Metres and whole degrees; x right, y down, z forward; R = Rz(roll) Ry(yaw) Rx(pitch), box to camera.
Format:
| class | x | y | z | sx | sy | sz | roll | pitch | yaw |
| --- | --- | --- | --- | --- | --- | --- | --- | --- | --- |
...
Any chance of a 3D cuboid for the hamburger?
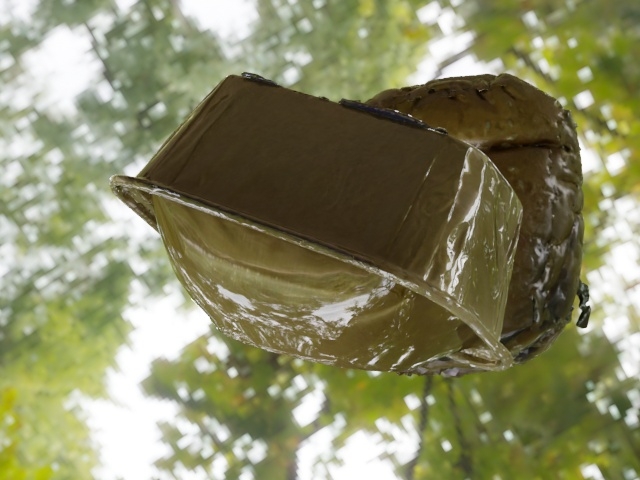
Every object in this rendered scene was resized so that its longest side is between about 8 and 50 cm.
| class | x | y | z | sx | sy | sz | roll | pitch | yaw |
| --- | --- | --- | --- | --- | --- | --- | --- | --- | --- |
| hamburger | 0.086 | -0.005 | 1.142 | 0.183 | 0.206 | 0.130 | -5 | -173 | 20 |

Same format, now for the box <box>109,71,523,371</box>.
| class | x | y | z | sx | sy | sz | roll | pitch | yaw |
| --- | --- | --- | --- | --- | --- | --- | --- | --- | --- |
| box | 0.000 | 0.000 | 0.694 | 0.177 | 0.111 | 0.111 | 18 | -132 | 32 |
